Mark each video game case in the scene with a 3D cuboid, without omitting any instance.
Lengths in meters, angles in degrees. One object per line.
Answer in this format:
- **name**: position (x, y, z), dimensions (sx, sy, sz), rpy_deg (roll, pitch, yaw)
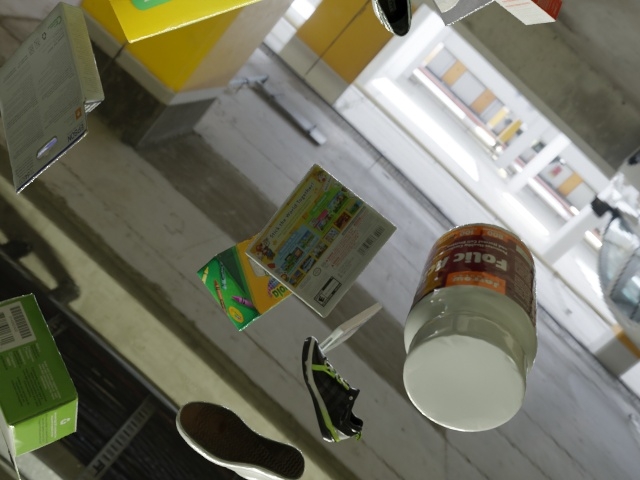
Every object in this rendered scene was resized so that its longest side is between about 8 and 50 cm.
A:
- **video game case**: position (0.053, 0.206, 1.482), dimensions (0.157, 0.143, 0.019), rpy_deg (-22, -110, -49)
- **video game case**: position (0.000, 0.000, 1.293), dimensions (0.206, 0.227, 0.026), rpy_deg (39, -175, 6)

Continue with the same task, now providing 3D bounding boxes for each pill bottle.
- **pill bottle**: position (0.272, 0.140, 1.184), dimensions (0.224, 0.224, 0.392), rpy_deg (42, -151, -5)

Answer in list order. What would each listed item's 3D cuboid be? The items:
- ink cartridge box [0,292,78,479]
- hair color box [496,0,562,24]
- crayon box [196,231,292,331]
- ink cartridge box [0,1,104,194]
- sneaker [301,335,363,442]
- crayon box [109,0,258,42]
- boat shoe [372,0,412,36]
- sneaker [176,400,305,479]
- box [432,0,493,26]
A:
- **ink cartridge box**: position (-0.453, 0.232, 1.013), dimensions (0.097, 0.255, 0.189), rpy_deg (-19, -117, -31)
- **hair color box**: position (0.475, -0.572, 1.550), dimensions (0.167, 0.053, 0.093), rpy_deg (19, 180, -34)
- **crayon box**: position (-0.142, 0.079, 1.551), dimensions (0.165, 0.081, 0.278), rpy_deg (53, -149, 3)
- **ink cartridge box**: position (-0.423, -0.213, 1.029), dimensions (0.045, 0.223, 0.224), rpy_deg (3, -113, -52)
- **sneaker**: position (0.031, 0.296, 1.337), dimensions (0.084, 0.097, 0.234), rpy_deg (-67, -38, -75)
- **crayon box**: position (-0.162, -0.463, 0.864), dimensions (0.106, 0.363, 0.313), rpy_deg (-55, -49, -48)
- **boat shoe**: position (0.142, -0.575, 1.436), dimensions (0.306, 0.113, 0.105), rpy_deg (71, 180, -55)
- **sneaker**: position (-0.181, 0.428, 1.348), dimensions (0.290, 0.123, 0.106), rpy_deg (35, -131, -17)
- **box**: position (0.429, -0.724, 1.802), dimensions (0.142, 0.247, 0.163), rpy_deg (-42, -72, -41)
